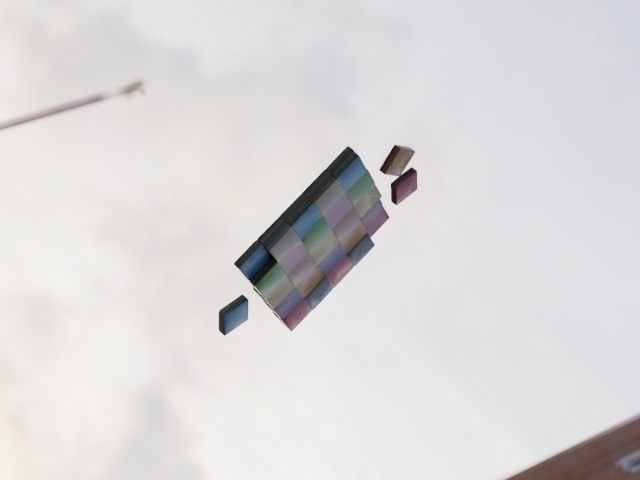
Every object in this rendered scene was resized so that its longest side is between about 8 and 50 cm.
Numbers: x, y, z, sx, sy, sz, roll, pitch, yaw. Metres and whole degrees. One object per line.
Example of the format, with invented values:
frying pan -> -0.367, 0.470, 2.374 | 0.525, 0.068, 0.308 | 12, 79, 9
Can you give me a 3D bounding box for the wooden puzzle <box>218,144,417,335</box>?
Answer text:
wooden puzzle -> 0.000, 0.000, 0.519 | 0.006, 0.083, 0.049 | 40, -8, 27
